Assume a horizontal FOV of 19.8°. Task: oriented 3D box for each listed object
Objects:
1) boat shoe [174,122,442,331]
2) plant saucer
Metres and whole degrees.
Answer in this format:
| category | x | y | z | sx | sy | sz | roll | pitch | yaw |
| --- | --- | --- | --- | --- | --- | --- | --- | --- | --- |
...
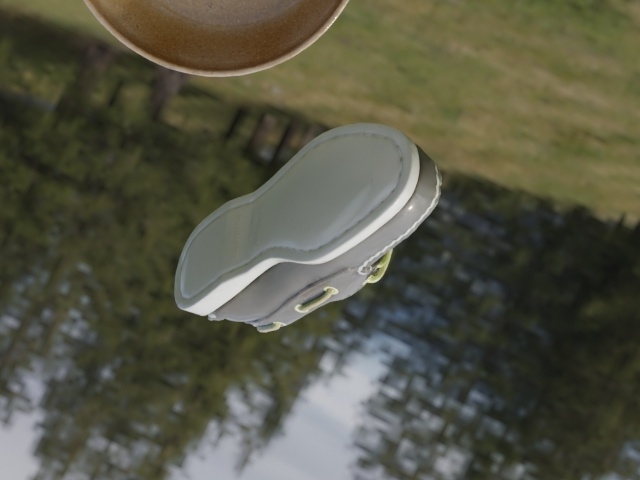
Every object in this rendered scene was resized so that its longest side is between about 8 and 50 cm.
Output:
| category | x | y | z | sx | sy | sz | roll | pitch | yaw |
| --- | --- | --- | --- | --- | --- | --- | --- | --- | --- |
| boat shoe | 0.001 | -0.004 | 1.432 | 0.091 | 0.109 | 0.305 | 23 | 149 | -29 |
| plant saucer | -0.027 | -0.085 | 0.475 | 0.083 | 0.083 | 0.015 | 26 | -161 | 5 |
